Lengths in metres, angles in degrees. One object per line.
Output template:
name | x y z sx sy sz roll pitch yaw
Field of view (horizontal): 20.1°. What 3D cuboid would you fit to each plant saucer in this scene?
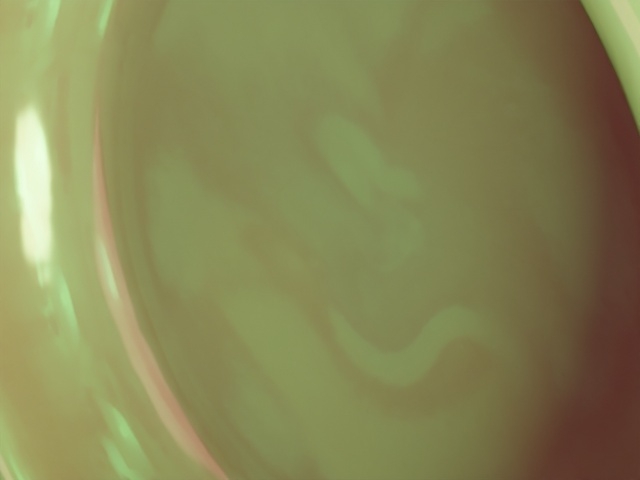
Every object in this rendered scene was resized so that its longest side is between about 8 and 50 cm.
plant saucer | 0.000 0.000 0.535 0.332 0.084 0.332 17 115 40
